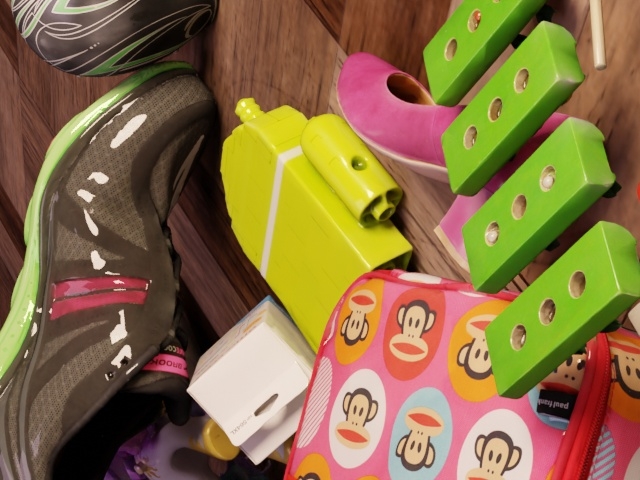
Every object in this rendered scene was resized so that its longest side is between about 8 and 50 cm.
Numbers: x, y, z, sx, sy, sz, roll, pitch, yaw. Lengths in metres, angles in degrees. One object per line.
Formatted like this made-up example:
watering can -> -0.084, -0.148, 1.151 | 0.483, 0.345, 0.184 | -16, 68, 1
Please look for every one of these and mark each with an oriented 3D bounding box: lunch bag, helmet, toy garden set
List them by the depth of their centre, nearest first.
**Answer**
toy garden set -> 0.145, -0.068, 0.793 | 0.204, 0.049, 0.244 | -50, 39, 44
lunch bag -> 0.088, 0.159, 0.942 | 0.293, 0.120, 0.258 | 9, 82, 61
helmet -> -0.188, -0.221, 1.307 | 0.169, 0.161, 0.169 | 47, 149, 40

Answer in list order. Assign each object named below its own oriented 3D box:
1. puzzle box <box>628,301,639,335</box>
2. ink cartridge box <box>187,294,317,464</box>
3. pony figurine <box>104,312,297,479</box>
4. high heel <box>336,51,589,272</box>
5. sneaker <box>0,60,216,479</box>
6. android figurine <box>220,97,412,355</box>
puzzle box -> 0.299, 0.064, 0.632 | 0.272, 0.052, 0.409 | 62, 156, 14
ink cartridge box -> -0.049, 0.120, 1.293 | 0.090, 0.092, 0.143 | 47, -175, -5
pony figurine -> -0.161, 0.229, 1.565 | 0.363, 0.303, 0.351 | -8, 112, 51
high heel -> 0.089, -0.086, 0.970 | 0.117, 0.082, 0.244 | -55, 33, 21
sneaker -> -0.185, 0.071, 1.376 | 0.202, 0.483, 0.185 | 19, 177, 21
android figurine -> 0.000, 0.000, 1.223 | 0.273, 0.056, 0.248 | 52, 153, 28
